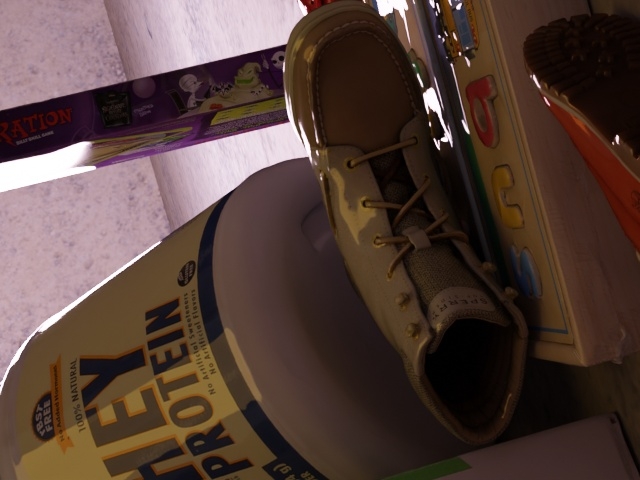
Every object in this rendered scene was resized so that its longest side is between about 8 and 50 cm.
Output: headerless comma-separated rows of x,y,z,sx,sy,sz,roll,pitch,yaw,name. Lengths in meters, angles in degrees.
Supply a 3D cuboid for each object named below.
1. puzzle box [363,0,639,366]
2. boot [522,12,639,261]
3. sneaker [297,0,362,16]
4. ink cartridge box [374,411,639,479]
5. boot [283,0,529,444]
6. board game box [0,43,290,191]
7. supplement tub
0.075,-0.136,0.982,0.272,0.052,0.409,171,83,-80,puzzle box
0.135,-0.038,0.782,0.158,0.059,0.084,-118,11,-49,boot
-0.004,-0.239,1.252,0.128,0.087,0.221,59,176,29,sneaker
0.081,0.222,1.075,0.273,0.198,0.115,96,157,-65,ink cartridge box
0.048,-0.010,0.955,0.165,0.077,0.213,-118,10,-54,boot
-0.162,-0.100,1.521,0.208,0.347,0.056,132,124,-78,board game box
-0.066,0.115,1.183,0.325,0.235,0.235,-34,65,34,supplement tub
